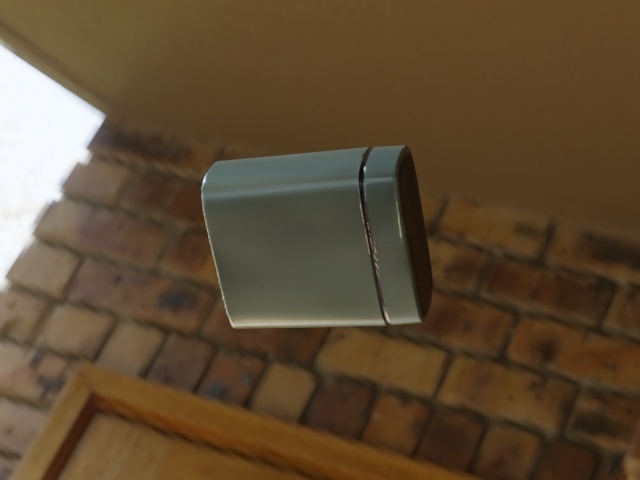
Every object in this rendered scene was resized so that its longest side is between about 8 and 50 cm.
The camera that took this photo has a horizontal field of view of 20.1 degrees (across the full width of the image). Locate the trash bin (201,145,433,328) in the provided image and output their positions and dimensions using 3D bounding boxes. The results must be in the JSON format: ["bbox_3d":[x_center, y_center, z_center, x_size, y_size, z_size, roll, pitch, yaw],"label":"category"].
[{"bbox_3d":[0.000,0.000,1.168,0.130,0.059,0.116,-4,-65,16],"label":"trash bin"}]
